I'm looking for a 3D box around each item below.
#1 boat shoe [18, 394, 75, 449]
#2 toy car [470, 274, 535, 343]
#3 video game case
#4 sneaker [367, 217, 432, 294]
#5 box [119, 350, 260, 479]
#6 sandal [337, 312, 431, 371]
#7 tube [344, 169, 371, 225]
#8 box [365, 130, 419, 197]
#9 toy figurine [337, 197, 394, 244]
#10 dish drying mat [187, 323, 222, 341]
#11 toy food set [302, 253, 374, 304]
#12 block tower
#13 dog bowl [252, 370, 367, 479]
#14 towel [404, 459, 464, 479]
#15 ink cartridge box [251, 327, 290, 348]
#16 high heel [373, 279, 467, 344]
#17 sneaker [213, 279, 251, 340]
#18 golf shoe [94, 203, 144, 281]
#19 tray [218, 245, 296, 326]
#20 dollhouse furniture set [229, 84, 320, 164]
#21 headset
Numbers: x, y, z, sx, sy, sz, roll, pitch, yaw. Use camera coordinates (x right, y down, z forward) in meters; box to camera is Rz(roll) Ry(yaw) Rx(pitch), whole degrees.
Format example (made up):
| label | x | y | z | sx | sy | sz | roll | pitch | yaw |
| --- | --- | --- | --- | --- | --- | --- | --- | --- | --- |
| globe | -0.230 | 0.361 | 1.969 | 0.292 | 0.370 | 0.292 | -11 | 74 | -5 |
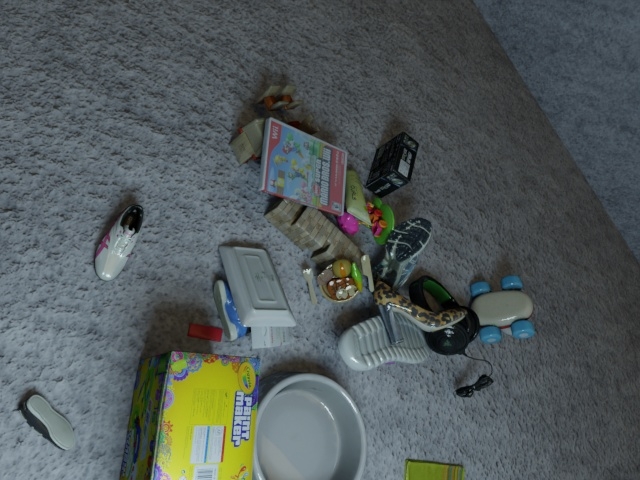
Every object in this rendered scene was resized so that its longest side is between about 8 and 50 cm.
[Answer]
| label | x | y | z | sx | sy | sz | roll | pitch | yaw |
| --- | --- | --- | --- | --- | --- | --- | --- | --- | --- |
| boat shoe | -0.522 | 0.352 | 0.840 | 0.125 | 0.038 | 0.046 | 55 | 11 | -13 |
| toy car | 0.680 | 0.287 | 1.624 | 0.238 | 0.210 | 0.219 | 49 | 33 | -45 |
| video game case | -0.039 | -0.198 | 1.230 | 0.285 | 0.025 | 0.204 | 15 | 73 | -38 |
| sneaker | 0.252 | 0.055 | 1.377 | 0.283 | 0.110 | 0.122 | -55 | 151 | 5 |
| box | -0.262 | 0.378 | 0.857 | 0.177 | 0.279 | 0.290 | 14 | 67 | -30 |
| sandal | 0.180 | 0.300 | 1.302 | 0.416 | 0.102 | 0.169 | 10 | 53 | -46 |
| tube | 0.106 | -0.134 | 1.355 | 0.070 | 0.062 | 0.240 | -6 | 37 | 1 |
| box | 0.246 | -0.258 | 1.509 | 0.077 | 0.147 | 0.180 | 31 | 58 | -22 |
| toy figurine | 0.127 | -0.074 | 1.400 | 0.159 | 0.130 | 0.173 | 5 | 49 | -23 |
| dish drying mat | -0.279 | 0.224 | 1.069 | 0.083 | 0.008 | 0.032 | 19 | 64 | -29 |
| toy food set | 0.056 | 0.117 | 1.236 | 0.192 | 0.038 | 0.132 | -14 | 105 | -3 |
| block tower | 0.000 | 0.000 | 1.285 | 0.335 | 0.097 | 0.091 | 43 | 56 | -16 |
| dog bowl | -0.040 | 0.481 | 1.054 | 0.349 | 0.102 | 0.348 | 14 | 60 | -25 |
| towel | 0.343 | 0.718 | 1.313 | 0.237 | 0.021 | 0.102 | 21 | 62 | -27 |
| ink cartridge box | -0.126 | 0.222 | 1.106 | 0.122 | 0.052 | 0.088 | 29 | 53 | -70 |
| high heel | 0.288 | 0.177 | 1.278 | 0.261 | 0.093 | 0.186 | -13 | 71 | -15 |
| sneaker | -0.210 | 0.165 | 1.104 | 0.085 | 0.058 | 0.152 | -14 | 84 | -34 |
| golf shoe | -0.449 | 0.000 | 0.984 | 0.067 | 0.086 | 0.186 | 25 | 63 | -27 |
| tray | -0.157 | 0.101 | 1.096 | 0.145 | 0.030 | 0.270 | 8 | 37 | -33 |
| dollhouse furniture set | -0.127 | -0.308 | 1.310 | 0.259 | 0.135 | 0.262 | -26 | 89 | -49 |
| headset | 0.408 | 0.304 | 1.428 | 0.394 | 0.185 | 0.243 | 56 | 29 | 15 |
